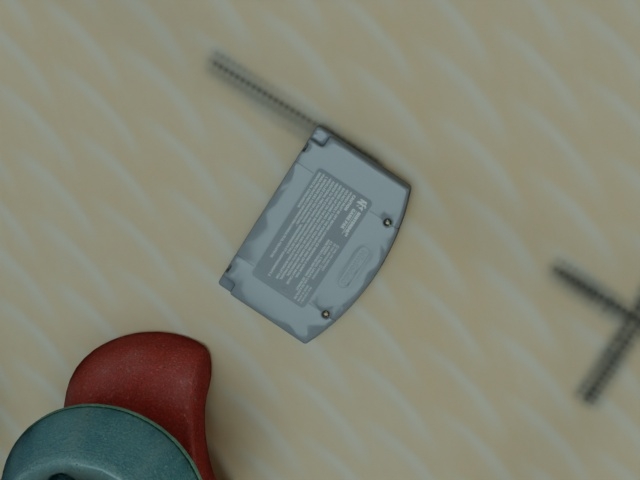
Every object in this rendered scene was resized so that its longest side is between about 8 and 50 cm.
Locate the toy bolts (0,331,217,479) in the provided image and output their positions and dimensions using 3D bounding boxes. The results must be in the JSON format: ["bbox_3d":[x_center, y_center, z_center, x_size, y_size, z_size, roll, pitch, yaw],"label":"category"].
[{"bbox_3d":[-0.149,0.145,0.495,0.228,0.158,0.218,-13,100,13],"label":"toy bolts"}]

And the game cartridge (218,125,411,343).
[{"bbox_3d":[0.000,0.000,0.509,0.056,0.017,0.083,35,106,5],"label":"game cartridge"}]
